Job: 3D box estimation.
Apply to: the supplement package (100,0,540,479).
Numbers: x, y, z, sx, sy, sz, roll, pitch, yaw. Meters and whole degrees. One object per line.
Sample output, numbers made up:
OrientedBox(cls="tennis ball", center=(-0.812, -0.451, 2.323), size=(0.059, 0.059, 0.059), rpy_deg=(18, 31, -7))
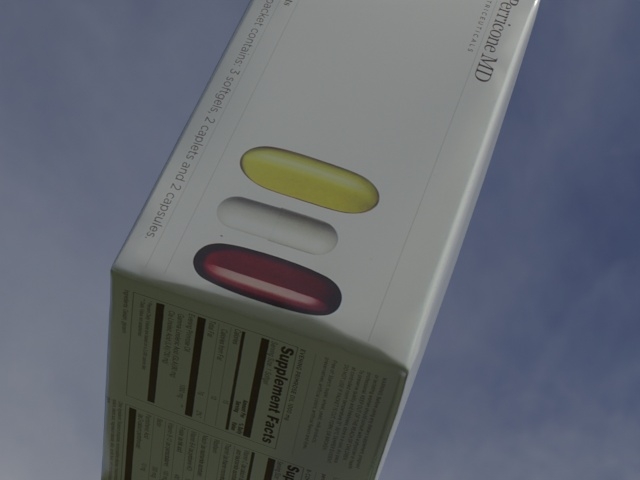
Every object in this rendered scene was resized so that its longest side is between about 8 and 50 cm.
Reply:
OrientedBox(cls="supplement package", center=(0.000, 0.000, 0.858), size=(0.145, 0.262, 0.204), rpy_deg=(18, -37, 5))
